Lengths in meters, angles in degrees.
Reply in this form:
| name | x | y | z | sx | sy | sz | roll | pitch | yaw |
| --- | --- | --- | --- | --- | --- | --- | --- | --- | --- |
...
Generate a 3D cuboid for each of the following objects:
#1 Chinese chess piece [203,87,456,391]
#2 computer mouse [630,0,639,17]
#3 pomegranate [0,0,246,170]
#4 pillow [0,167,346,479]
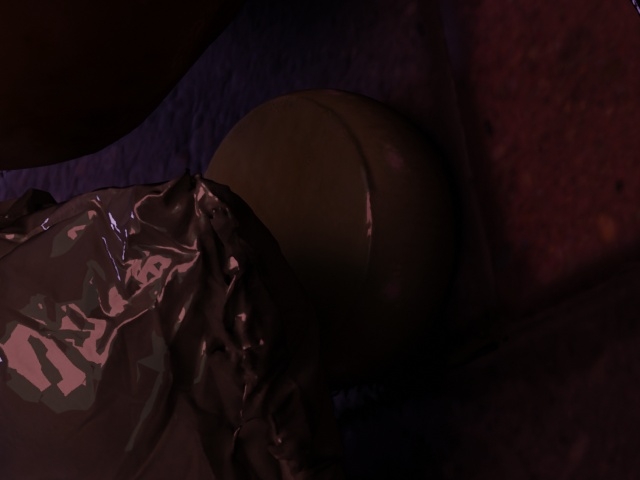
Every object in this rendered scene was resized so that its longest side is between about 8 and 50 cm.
| name | x | y | z | sx | sy | sz | roll | pitch | yaw |
| --- | --- | --- | --- | --- | --- | --- | --- | --- | --- |
| Chinese chess piece | 0.000 | 0.000 | 0.805 | 0.144 | 0.058 | 0.144 | -9 | 78 | 48 |
| computer mouse | 0.149 | -0.148 | 0.665 | 0.099 | 0.057 | 0.172 | -18 | 81 | 44 |
| pomegranate | -0.192 | -0.230 | 0.825 | 0.411 | 0.411 | 0.411 | -12 | 74 | 48 |
| pillow | -0.090 | 0.105 | 0.779 | 0.283 | 0.138 | 0.310 | 5 | 119 | 43 |
